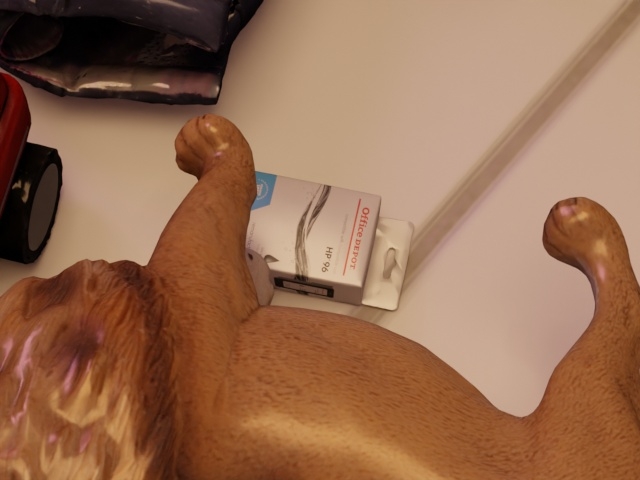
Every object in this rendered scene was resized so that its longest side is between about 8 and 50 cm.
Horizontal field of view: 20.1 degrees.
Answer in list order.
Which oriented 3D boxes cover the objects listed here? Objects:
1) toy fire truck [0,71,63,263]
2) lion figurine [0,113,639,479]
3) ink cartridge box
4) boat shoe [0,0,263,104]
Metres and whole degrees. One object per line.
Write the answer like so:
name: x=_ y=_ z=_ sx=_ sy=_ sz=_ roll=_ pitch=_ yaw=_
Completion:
toy fire truck: x=-0.219 y=-0.001 z=0.730 sx=0.158 sy=0.246 sz=0.217 roll=13 pitch=71 yaw=5
lion figurine: x=0.019 y=0.083 z=0.714 sx=0.392 sy=0.142 sz=0.240 roll=8 pitch=40 yaw=6
ink cartridge box: x=0.000 y=0.000 z=0.845 sx=0.083 sy=0.028 sz=0.048 roll=11 pitch=70 yaw=4
boat shoe: x=-0.175 y=-0.169 z=0.854 sx=0.340 sy=0.127 sz=0.158 roll=11 pitch=63 yaw=4
